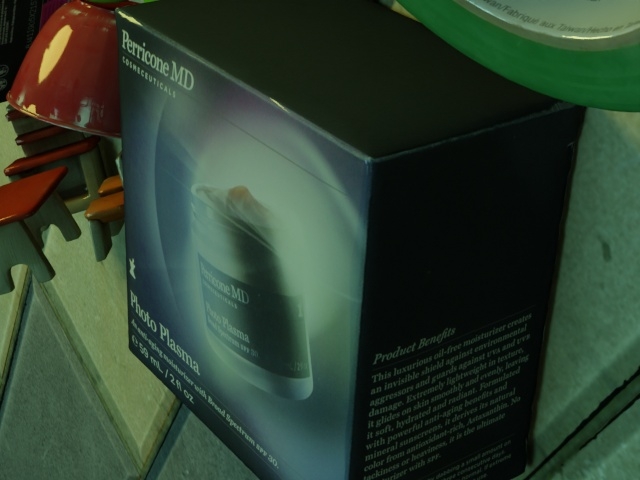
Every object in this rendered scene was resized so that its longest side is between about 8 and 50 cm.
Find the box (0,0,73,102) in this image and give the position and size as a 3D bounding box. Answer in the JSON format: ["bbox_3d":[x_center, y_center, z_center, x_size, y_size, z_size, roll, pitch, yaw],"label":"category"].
[{"bbox_3d":[-0.344,-0.276,1.260,0.142,0.163,0.247,51,142,27],"label":"box"}]

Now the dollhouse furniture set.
[{"bbox_3d":[-0.292,-0.054,1.223,0.259,0.262,0.135,-88,-20,-71],"label":"dollhouse furniture set"}]

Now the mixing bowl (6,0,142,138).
[{"bbox_3d":[-0.177,-0.158,1.077,0.181,0.181,0.098,30,114,47],"label":"mixing bowl"}]

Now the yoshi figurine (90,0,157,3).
[{"bbox_3d":[-0.185,-0.344,0.981,0.203,0.204,0.362,-164,58,-71],"label":"yoshi figurine"}]

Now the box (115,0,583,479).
[{"bbox_3d":[0.000,0.000,0.859,0.296,0.183,0.294,34,131,44],"label":"box"}]

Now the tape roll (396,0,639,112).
[{"bbox_3d":[0.099,-0.205,0.570,0.321,0.077,0.321,38,159,17],"label":"tape roll"}]
